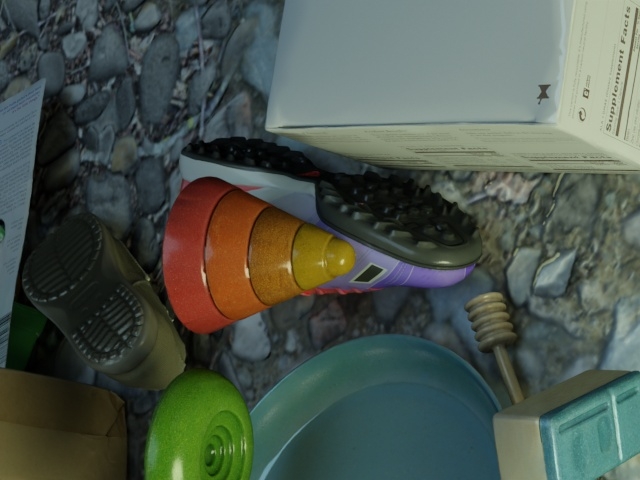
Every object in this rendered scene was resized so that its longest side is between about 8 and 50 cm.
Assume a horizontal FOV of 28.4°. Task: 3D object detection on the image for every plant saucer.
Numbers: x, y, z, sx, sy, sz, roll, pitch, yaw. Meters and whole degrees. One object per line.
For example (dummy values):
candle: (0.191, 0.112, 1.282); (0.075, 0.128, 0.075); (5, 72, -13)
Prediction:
plant saucer: (0.023, 0.222, 0.928); (0.318, 0.044, 0.317); (-27, 47, 32)

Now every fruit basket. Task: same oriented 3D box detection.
fruit basket: (-0.401, 0.034, 1.366); (0.327, 0.165, 0.353); (-23, 49, 37)

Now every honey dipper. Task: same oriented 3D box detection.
honey dipper: (0.142, 0.113, 0.901); (0.030, 0.030, 0.160); (-34, 61, 32)

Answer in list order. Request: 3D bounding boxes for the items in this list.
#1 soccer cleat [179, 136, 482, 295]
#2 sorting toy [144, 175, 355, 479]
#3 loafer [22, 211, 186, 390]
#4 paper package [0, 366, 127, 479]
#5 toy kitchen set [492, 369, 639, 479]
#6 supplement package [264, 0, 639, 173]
soccer cleat: (0.000, 0.000, 1.022); (0.318, 0.109, 0.116); (20, 113, 42)
sorting toy: (-0.042, 0.133, 0.916); (0.126, 0.127, 0.365); (0, 81, 25)
loafer: (-0.203, 0.064, 1.188); (0.102, 0.092, 0.268); (-39, 36, -2)
paper package: (-0.388, 0.221, 1.119); (0.325, 0.309, 0.168); (-15, 71, 22)
toy kitchen set: (0.219, 0.194, 0.775); (0.166, 0.122, 0.207); (-4, 98, 42)
supplement package: (0.112, -0.162, 0.913); (0.262, 0.145, 0.204); (4, 83, 43)
